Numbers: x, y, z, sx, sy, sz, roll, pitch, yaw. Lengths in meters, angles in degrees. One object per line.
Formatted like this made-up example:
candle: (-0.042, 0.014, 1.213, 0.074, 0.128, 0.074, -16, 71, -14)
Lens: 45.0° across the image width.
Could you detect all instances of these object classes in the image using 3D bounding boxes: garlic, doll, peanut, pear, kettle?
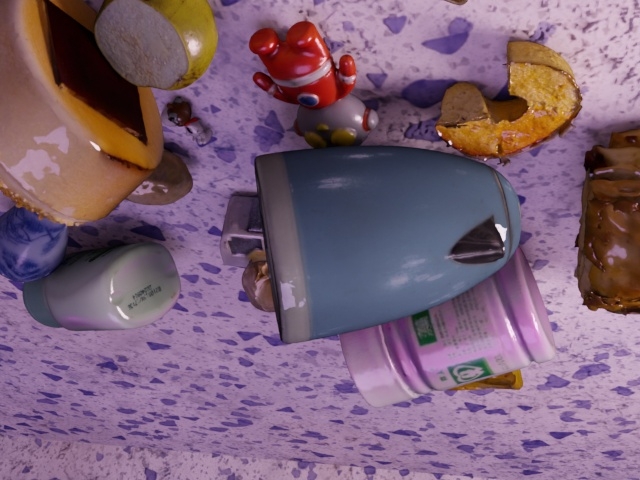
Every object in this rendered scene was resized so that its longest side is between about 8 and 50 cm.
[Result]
garlic: (-0.083, 0.087, 1.304, 0.084, 0.066, 0.152, -5, 145, 19)
doll: (-0.192, -0.169, 1.113, 0.085, 0.040, 0.058, 30, 156, -26)
peanut: (-0.311, -0.122, 1.160, 0.263, 0.101, 0.117, 29, 164, -33)
pear: (-0.185, -0.251, 0.908, 0.141, 0.104, 0.141, 14, 132, 16)
doll: (-0.001, -0.184, 1.008, 0.142, 0.076, 0.245, 0, 146, 27)
kettle: (0.091, -0.028, 1.049, 0.341, 0.319, 0.247, -9, 114, -6)

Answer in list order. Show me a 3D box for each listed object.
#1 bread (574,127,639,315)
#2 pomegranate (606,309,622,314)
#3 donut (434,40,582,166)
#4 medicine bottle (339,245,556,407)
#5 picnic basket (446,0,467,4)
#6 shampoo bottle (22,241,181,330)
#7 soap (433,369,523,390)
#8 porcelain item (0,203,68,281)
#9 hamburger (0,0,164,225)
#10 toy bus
bread: (0.512, -0.010, 1.023, 0.324, 0.167, 0.278, -2, 127, 11)
pomegranate: (0.516, 0.055, 1.256, 0.151, 0.131, 0.191, -11, 167, 22)
donut: (0.242, -0.172, 0.969, 0.146, 0.078, 0.181, 22, 141, -24)
medicine bottle: (0.215, 0.147, 1.328, 0.325, 0.212, 0.212, -20, 142, 20)
picnic basket: (0.095, -0.311, 0.733, 0.164, 0.080, 0.115, 21, 151, -4)
shampoo bottle: (-0.440, 0.093, 1.487, 0.349, 0.221, 0.151, -8, 108, 41)
soap: (0.250, 0.219, 1.572, 0.281, 0.143, 0.259, -8, 142, 25)
porcelain item: (-0.505, -0.018, 1.366, 0.141, 0.141, 0.259, 23, 137, -24)
hamburger: (-0.322, -0.156, 0.923, 0.170, 0.302, 0.302, -26, 139, 17)
toy bus: (0.000, 0.000, 1.297, 0.342, 0.097, 0.138, 5, 152, 6)
